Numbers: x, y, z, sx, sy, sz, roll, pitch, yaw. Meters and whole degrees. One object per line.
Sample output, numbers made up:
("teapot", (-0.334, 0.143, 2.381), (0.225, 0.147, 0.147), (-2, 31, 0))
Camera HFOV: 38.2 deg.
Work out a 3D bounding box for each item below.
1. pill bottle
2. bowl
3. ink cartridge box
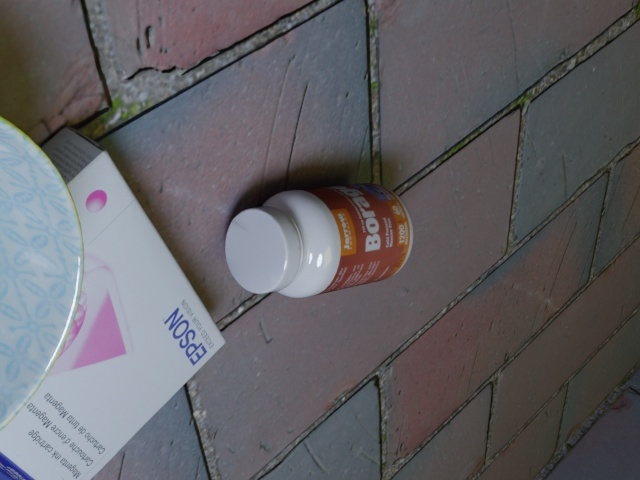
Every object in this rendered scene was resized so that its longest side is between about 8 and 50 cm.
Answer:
("pill bottle", (0.000, 0.000, 1.047), (0.216, 0.121, 0.121), (-10, 124, -50))
("bowl", (-0.319, 0.016, 0.601), (0.289, 0.156, 0.289), (-27, 132, -35))
("ink cartridge box", (-0.265, 0.116, 0.848), (0.330, 0.071, 0.324), (-47, 146, -18))
